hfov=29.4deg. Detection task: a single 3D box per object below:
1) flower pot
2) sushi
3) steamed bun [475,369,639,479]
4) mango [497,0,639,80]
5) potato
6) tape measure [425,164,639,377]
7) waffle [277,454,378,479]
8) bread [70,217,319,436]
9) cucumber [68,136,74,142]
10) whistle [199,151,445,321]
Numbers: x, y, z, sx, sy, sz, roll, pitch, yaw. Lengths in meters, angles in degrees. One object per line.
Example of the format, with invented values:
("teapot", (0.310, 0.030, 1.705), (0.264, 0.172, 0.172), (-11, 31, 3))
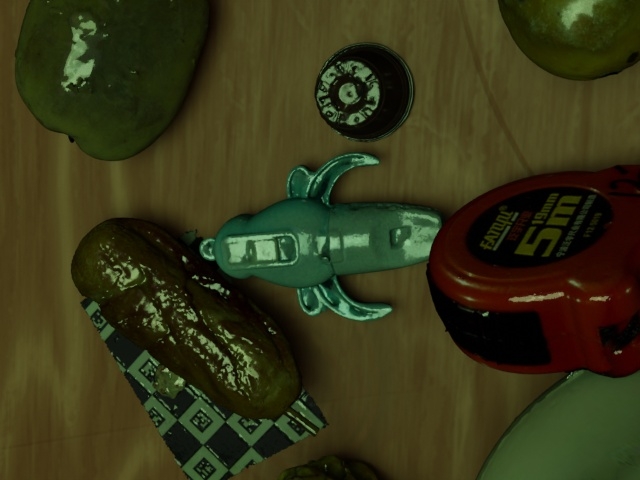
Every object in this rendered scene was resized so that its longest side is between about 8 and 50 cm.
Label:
("flower pot", (0.039, -0.155, 1.295), (0.111, 0.089, 0.111), (2, 100, 13))
("sushi", (-0.145, 0.145, 1.415), (0.192, 0.043, 0.279), (-31, 91, 16))
("steamed bun", (0.321, 0.271, 1.177), (0.374, 0.334, 0.334), (-40, 89, 6))
("mango", (0.281, -0.317, 1.180), (0.176, 0.175, 0.329), (26, 85, -15))
("potato", (-0.219, -0.235, 1.313), (0.192, 0.141, 0.296), (16, 94, -13))
("tape measure", (0.238, 0.025, 1.205), (0.260, 0.253, 0.114), (1, 124, 34))
("waffle", (0.063, 0.372, 1.292), (0.324, 0.261, 0.151), (37, 113, 8))
("bread", (-0.135, 0.101, 1.341), (0.344, 0.084, 0.124), (39, 112, 11))
("cucumber", (-0.281, -0.178, 1.399), (0.034, 0.033, 0.135), (15, 106, 48))
("whistle", (0.000, 0.000, 1.334), (0.274, 0.093, 0.186), (-4, 98, 11))
